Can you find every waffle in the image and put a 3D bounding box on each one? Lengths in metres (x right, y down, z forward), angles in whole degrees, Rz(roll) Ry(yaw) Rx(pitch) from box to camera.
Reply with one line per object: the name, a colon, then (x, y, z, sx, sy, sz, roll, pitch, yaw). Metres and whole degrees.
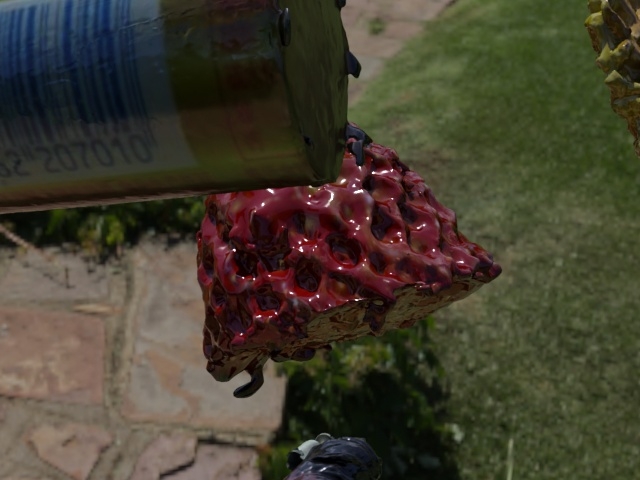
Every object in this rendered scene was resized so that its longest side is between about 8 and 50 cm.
waffle: (0.318, -0.137, 1.024, 0.059, 0.243, 0.238, -27, -23, 38)

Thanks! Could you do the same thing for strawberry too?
strawberry: (0.000, 0.000, 0.826, 0.234, 0.178, 0.234, -17, -11, -4)

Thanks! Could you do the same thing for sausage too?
sausage: (-0.137, -0.071, 0.521, 0.317, 0.117, 0.125, -4, -17, 21)

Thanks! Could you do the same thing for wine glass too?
wine glass: (-0.011, 0.285, 1.491, 0.042, 0.039, 0.083, 36, 22, 23)

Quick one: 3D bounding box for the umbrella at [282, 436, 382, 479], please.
umbrella: (-0.040, 0.288, 1.134, 0.090, 0.094, 0.326, 38, 33, 17)
